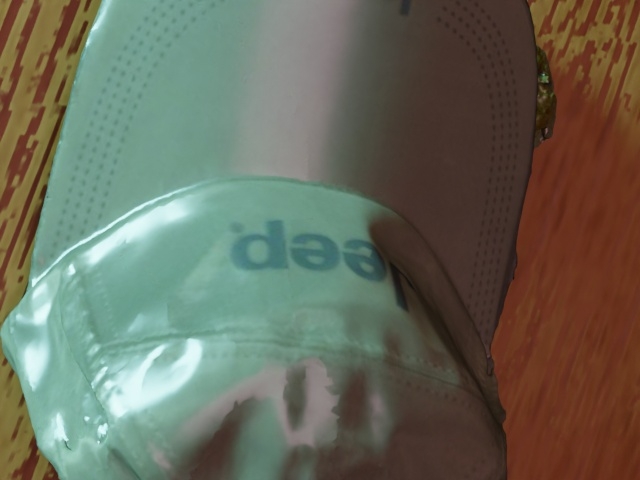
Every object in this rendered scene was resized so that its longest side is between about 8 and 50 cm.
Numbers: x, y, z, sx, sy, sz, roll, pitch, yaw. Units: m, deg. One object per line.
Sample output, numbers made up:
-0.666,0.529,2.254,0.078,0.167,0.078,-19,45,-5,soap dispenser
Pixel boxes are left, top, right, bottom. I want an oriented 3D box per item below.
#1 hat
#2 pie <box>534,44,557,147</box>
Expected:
0.000,0.000,0.597,0.214,0.149,0.245,6,113,-18,hat
0.062,-0.058,0.683,0.084,0.020,0.084,0,90,-18,pie
